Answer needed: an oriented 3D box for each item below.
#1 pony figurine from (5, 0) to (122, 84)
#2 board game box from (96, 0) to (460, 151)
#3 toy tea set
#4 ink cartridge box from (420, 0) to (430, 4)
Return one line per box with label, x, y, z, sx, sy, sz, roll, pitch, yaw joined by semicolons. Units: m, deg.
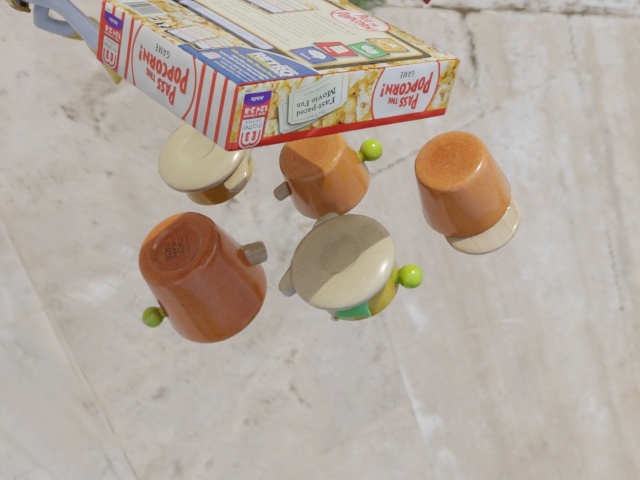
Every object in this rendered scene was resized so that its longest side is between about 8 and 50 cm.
pony figurine;-0.401;-0.447;1.570;0.363;0.303;0.351;23;116;-22
board game box;-0.026;-0.121;0.704;0.193;0.147;0.045;-14;129;-40
toy tea set;0.000;0.000;0.905;0.124;0.336;0.200;58;44;-51
ink cartridge box;0.141;-0.544;1.487;0.272;0.130;0.309;35;100;-34
